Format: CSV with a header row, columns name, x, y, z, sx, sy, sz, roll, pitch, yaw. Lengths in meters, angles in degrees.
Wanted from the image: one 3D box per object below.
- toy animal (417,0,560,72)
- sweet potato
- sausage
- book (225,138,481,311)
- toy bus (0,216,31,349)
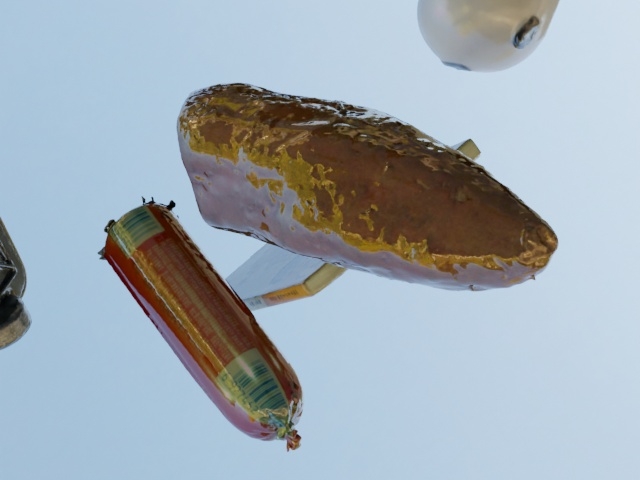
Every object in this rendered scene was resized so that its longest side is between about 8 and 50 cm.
name,x,y,z,sx,sy,sz,roll,pitch,yaw
toy animal,0.198,-0.321,1.698,0.165,0.187,0.235,5,-113,-44
sweet potato,0.016,-0.024,0.758,0.251,0.097,0.097,22,-133,32
sausage,-0.091,0.076,1.145,0.083,0.083,0.264,-19,-128,-30
book,0.000,0.000,1.248,0.208,0.295,0.020,-41,-80,-25
toy bus,-0.409,0.089,1.182,0.201,0.177,0.365,-8,-148,24
